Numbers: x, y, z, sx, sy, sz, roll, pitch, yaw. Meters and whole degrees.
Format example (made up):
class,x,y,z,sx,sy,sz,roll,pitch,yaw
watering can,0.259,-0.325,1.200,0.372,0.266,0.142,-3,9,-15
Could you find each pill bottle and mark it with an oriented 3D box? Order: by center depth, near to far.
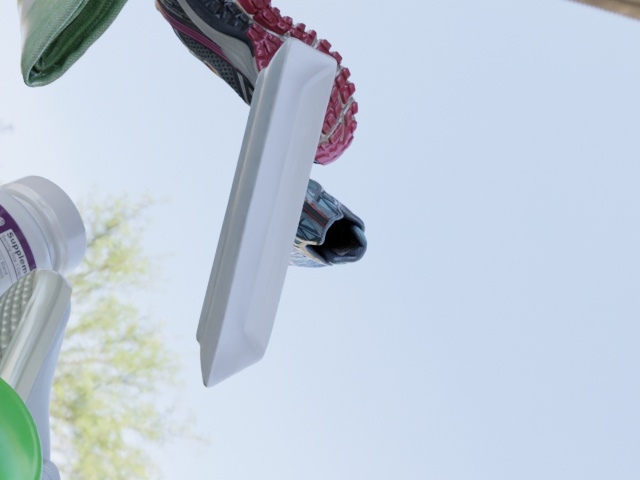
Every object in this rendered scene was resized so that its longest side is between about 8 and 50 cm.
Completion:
class,x,y,z,sx,sy,sz,roll,pitch,yaw
pill bottle,-0.395,0.037,1.036,0.169,0.301,0.169,14,-60,26

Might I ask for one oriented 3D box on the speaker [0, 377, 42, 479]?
class,x,y,z,sx,sy,sz,roll,pitch,yaw
speaker,-0.313,0.181,0.627,0.296,0.131,0.131,-30,-89,28

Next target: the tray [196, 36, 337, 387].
class,x,y,z,sx,sy,sz,roll,pitch,yaw
tray,-0.047,-0.024,0.791,0.030,0.145,0.270,15,-83,12

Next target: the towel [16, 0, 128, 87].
class,x,y,z,sx,sy,sz,roll,pitch,yaw
towel,-0.108,-0.261,0.601,0.038,0.248,0.325,31,24,-36

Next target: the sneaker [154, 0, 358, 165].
class,x,y,z,sx,sy,sz,roll,pitch,yaw
sneaker,-0.071,-0.212,1.136,0.299,0.121,0.112,52,-34,-3

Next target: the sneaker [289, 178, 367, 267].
class,x,y,z,sx,sy,sz,roll,pitch,yaw
sneaker,0.000,0.000,1.215,0.125,0.104,0.262,35,-2,20

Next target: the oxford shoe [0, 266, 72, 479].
class,x,y,z,sx,sy,sz,roll,pitch,yaw
oxford shoe,-0.266,0.239,0.758,0.130,0.449,0.169,24,-25,-27
